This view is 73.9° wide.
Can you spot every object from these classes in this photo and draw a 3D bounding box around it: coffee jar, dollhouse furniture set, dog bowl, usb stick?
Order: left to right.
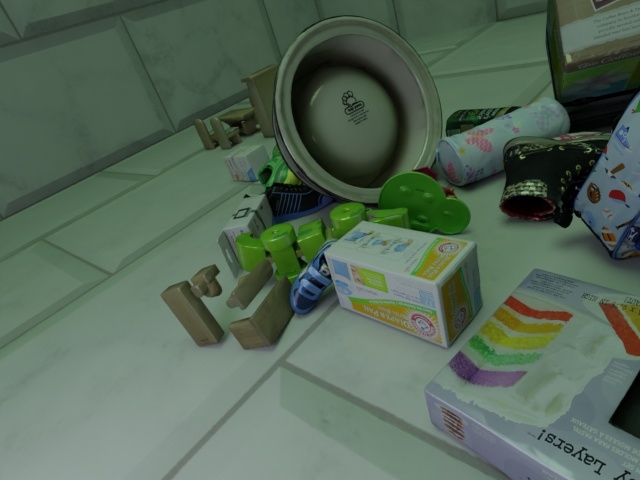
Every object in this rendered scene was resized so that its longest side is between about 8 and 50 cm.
[{"bbox_3d":[-0.149,0.097,0.729,0.151,0.144,0.123,-19,20,32],"label":"dollhouse furniture set"},{"bbox_3d":[-0.328,-0.601,1.889,0.394,0.257,0.362,10,40,42],"label":"dollhouse furniture set"},{"bbox_3d":[0.070,-0.274,0.973,0.407,0.408,0.150,-31,9,-20],"label":"dog bowl"},{"bbox_3d":[0.423,-0.293,1.085,0.184,0.079,0.096,12,41,43],"label":"coffee jar"},{"bbox_3d":[0.660,-0.288,0.965,0.277,0.045,0.077,-10,28,18],"label":"usb stick"}]

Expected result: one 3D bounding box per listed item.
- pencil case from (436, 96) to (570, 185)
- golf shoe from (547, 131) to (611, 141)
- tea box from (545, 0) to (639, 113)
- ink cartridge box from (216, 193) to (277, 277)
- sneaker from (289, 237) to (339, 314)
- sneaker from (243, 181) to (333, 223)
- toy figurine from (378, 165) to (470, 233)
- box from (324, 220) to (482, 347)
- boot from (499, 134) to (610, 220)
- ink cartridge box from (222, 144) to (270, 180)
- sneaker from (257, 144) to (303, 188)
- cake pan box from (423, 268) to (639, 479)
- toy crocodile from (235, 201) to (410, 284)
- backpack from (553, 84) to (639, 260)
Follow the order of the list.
[{"bbox_3d":[0.396,-0.218,0.933,0.273,0.114,0.124,-23,52,-4],"label":"pencil case"},{"bbox_3d":[0.504,-0.182,0.863,0.185,0.068,0.086,0,29,16],"label":"golf shoe"},{"bbox_3d":[0.670,-0.444,0.892,0.328,0.220,0.323,-8,-8,27],"label":"tea box"},{"bbox_3d":[-0.152,-0.012,0.929,0.060,0.104,0.180,-9,31,16],"label":"ink cartridge box"},{"bbox_3d":[-0.005,0.059,0.711,0.144,0.053,0.059,-59,10,-3],"label":"sneaker"},{"bbox_3d":[-0.077,-0.107,1.059,0.232,0.091,0.081,-21,29,-2],"label":"sneaker"},{"bbox_3d":[0.220,-0.092,0.853,0.173,0.130,0.159,17,31,16],"label":"toy figurine"},{"bbox_3d":[0.121,0.055,0.634,0.203,0.114,0.103,14,41,45],"label":"box"},{"bbox_3d":[0.444,-0.106,0.760,0.236,0.085,0.179,9,50,23],"label":"boot"},{"bbox_3d":[-0.249,-0.259,1.424,0.143,0.092,0.090,7,39,41],"label":"ink cartridge box"},{"bbox_3d":[-0.128,-0.219,1.263,0.123,0.110,0.296,-15,29,-1],"label":"sneaker"},{"bbox_3d":[0.283,0.151,0.423,0.245,0.070,0.266,-36,33,-24],"label":"cake pan box"},{"bbox_3d":[0.000,0.000,0.803,0.340,0.115,0.105,-15,28,10],"label":"toy crocodile"},{"bbox_3d":[0.481,-0.098,0.526,0.276,0.264,0.213,-21,45,-2],"label":"backpack"}]
